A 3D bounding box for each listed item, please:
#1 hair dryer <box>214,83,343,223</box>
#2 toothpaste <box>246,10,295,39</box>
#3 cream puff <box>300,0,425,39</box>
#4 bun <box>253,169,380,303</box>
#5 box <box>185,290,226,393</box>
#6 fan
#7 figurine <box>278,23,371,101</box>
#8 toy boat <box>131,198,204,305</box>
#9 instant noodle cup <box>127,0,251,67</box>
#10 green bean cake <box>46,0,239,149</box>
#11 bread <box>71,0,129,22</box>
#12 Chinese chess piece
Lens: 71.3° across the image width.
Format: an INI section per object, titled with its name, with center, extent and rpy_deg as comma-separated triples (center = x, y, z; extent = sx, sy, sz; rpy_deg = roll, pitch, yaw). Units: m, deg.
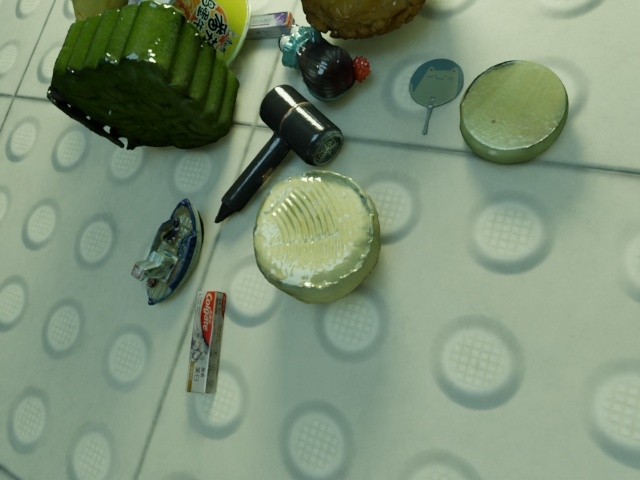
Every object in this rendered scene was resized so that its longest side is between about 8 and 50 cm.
[hair dryer]
center = -0.118, -0.156, 1.004
extent = 0.189, 0.107, 0.352
rpy_deg = 46, 104, 24
[toothpaste]
center = -0.160, -0.548, 1.145
extent = 0.196, 0.040, 0.047
rpy_deg = 8, 78, 25
[cream puff]
center = 0.095, -0.586, 0.941
extent = 0.327, 0.231, 0.343
rpy_deg = -27, 63, 11
[bun]
center = 0.000, 0.000, 0.870
extent = 0.259, 0.152, 0.259
rpy_deg = -3, 70, 10
[box]
center = -0.250, 0.220, 0.977
extent = 0.055, 0.039, 0.218
rpy_deg = -2, 76, 23
[fan]
center = 0.235, -0.303, 0.933
extent = 0.113, 0.005, 0.175
rpy_deg = 10, 81, 25
[figurine]
center = -0.005, -0.413, 1.009
extent = 0.138, 0.110, 0.245
rpy_deg = -40, 57, 5
[toy boat]
center = -0.354, 0.027, 1.029
extent = 0.114, 0.115, 0.262
rpy_deg = 24, 86, 26
[instant noodle cup]
center = -0.330, -0.555, 1.097
extent = 0.264, 0.200, 0.264
rpy_deg = -8, 77, 36
[green bean cake]
center = -0.394, -0.352, 1.026
extent = 0.319, 0.335, 0.218
rpy_deg = 0, 75, 27
[bread]
center = -0.536, -0.667, 1.181
extent = 0.345, 0.405, 0.242
rpy_deg = -44, 74, -7
[Chinese chess piece]
center = 0.353, -0.236, 0.828
extent = 0.188, 0.083, 0.189
rpy_deg = -4, 77, 19
